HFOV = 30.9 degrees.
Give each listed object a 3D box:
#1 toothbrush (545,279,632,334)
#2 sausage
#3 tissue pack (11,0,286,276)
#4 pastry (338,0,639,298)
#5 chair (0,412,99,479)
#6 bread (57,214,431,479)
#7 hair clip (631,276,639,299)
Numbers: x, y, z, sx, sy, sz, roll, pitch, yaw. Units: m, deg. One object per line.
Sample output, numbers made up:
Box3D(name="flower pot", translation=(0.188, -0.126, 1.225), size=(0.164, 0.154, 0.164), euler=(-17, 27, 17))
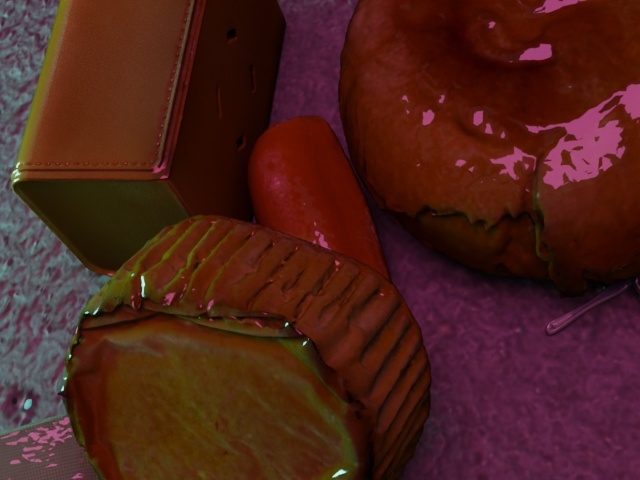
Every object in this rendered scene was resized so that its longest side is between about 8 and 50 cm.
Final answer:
Box3D(name="toothbrush", translation=(0.233, 0.037, 0.919), size=(0.131, 0.013, 0.011), euler=(-32, 52, -3))
Box3D(name="sausage", translation=(0.000, 0.000, 0.940), size=(0.098, 0.098, 0.238), euler=(-19, 64, 2))
Box3D(name="tissue pack", translation=(-0.136, -0.127, 0.974), size=(0.145, 0.194, 0.275), euler=(2, 64, 13))
Box3D(name="pastry", translation=(0.182, -0.130, 0.930), size=(0.356, 0.164, 0.356), euler=(-7, 64, 16))
Box3D(name="chair", translation=(-0.327, 0.212, 0.860), size=(0.319, 0.186, 0.160), euler=(-18, 57, 5))
Box3D(name="bread", translation=(-0.052, 0.108, 0.832), size=(0.253, 0.227, 0.142), euler=(15, 35, 24))
Box3D(name="hair clip", translation=(0.324, 0.063, 0.869), size=(0.172, 0.049, 0.116), euler=(-4, 59, 15))
